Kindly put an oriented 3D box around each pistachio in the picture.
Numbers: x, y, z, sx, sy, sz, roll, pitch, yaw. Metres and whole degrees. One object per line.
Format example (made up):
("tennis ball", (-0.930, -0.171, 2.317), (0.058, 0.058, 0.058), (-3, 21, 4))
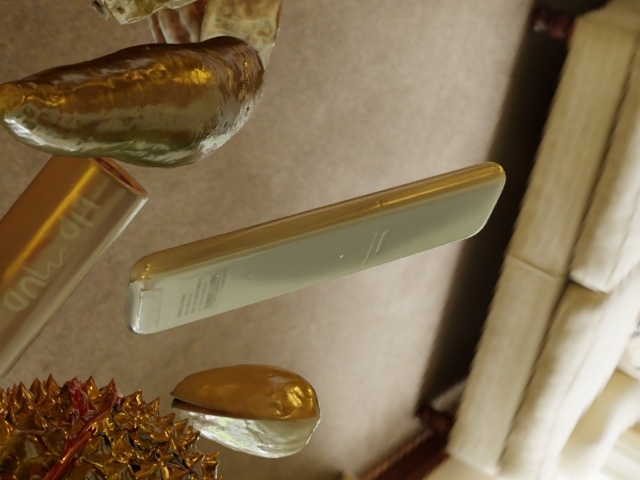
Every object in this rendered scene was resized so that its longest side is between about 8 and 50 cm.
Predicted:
("pistachio", (-0.089, 0.201, 1.422), (0.126, 0.185, 0.108), (-12, 106, -74))

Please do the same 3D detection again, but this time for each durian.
("durian", (-0.238, 0.297, 1.106), (0.347, 0.347, 0.384), (-52, 128, -19))

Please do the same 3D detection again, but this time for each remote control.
("remote control", (0.000, 0.000, 0.745), (0.261, 0.029, 0.067), (-16, 147, -26))

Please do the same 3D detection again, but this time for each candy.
("candy", (-0.138, -0.325, 1.480), (0.157, 0.289, 0.214), (4, 158, -26))

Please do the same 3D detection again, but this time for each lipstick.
("lipstick", (-0.224, 0.047, 0.824), (0.254, 0.070, 0.070), (-51, 153, 4))

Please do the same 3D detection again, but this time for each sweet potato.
("sweet potato", (-0.094, -0.071, 0.661), (0.243, 0.077, 0.077), (-35, 145, -65))

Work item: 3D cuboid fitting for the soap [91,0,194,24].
("soap", (-0.136, -0.301, 0.847), (0.089, 0.173, 0.274), (-89, 157, -47))
